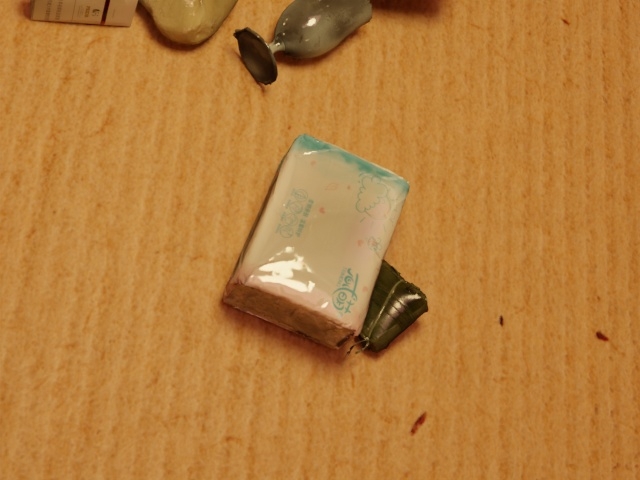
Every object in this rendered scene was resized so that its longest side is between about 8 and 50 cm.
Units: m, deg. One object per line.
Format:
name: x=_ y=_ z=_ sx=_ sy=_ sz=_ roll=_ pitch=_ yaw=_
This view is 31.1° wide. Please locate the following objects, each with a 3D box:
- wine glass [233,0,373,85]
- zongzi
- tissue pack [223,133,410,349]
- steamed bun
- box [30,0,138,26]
wine glass: x=-0.024 y=-0.339 z=1.834 sx=0.222 sy=0.103 sz=0.103 roll=-34 pitch=82 yaw=-27
zongzi: x=0.069 y=0.104 z=1.726 sx=0.154 sy=0.062 sz=0.130 roll=-41 pitch=61 yaw=-10
tissue pack: x=-0.002 y=-0.001 z=1.691 sx=0.201 sy=0.124 sz=0.271 roll=23 pitch=64 yaw=-4
steamed bun: x=-0.202 y=-0.416 z=1.792 sx=0.231 sy=0.110 sz=0.213 roll=-7 pitch=67 yaw=-23
box: x=-0.357 y=-0.363 z=1.737 sx=0.154 sy=0.084 sz=0.040 roll=0 pitch=67 yaw=-19
